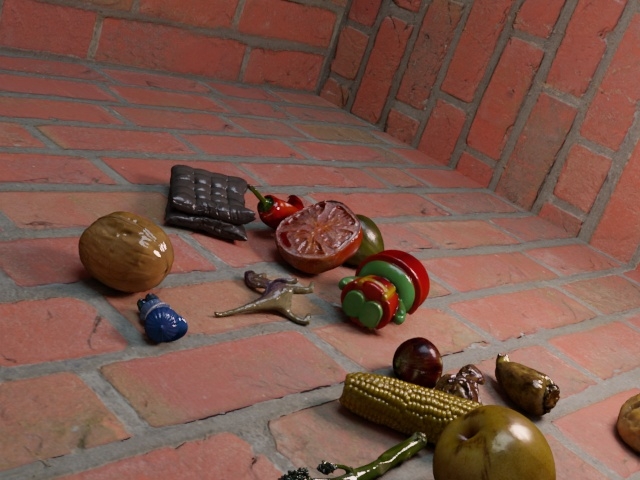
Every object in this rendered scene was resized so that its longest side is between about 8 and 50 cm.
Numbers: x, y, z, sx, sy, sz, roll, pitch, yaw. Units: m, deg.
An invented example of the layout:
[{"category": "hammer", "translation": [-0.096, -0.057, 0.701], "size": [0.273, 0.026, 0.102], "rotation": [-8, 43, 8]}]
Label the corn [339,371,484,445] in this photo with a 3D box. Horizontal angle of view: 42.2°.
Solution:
[{"category": "corn", "translation": [0.187, 0.325, 1.593], "size": [0.305, 0.106, 0.106], "rotation": [19, 20, 0]}]

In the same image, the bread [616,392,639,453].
[{"category": "bread", "translation": [0.802, 0.423, 1.888], "size": [0.244, 0.134, 0.244], "rotation": [19, 17, -6]}]

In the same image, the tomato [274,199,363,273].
[{"category": "tomato", "translation": [0.000, 0.000, 2.191], "size": [0.236, 0.095, 0.237], "rotation": [-6, 43, 6]}]

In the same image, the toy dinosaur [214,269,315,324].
[{"category": "toy dinosaur", "translation": [-0.116, 0.137, 1.881], "size": [0.199, 0.072, 0.251], "rotation": [11, 32, 3]}]

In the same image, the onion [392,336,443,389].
[{"category": "onion", "translation": [0.211, 0.263, 1.781], "size": [0.118, 0.119, 0.117], "rotation": [1, 23, -42]}]

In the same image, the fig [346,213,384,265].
[{"category": "fig", "translation": [0.133, 0.045, 2.306], "size": [0.259, 0.151, 0.151], "rotation": [52, 26, 6]}]

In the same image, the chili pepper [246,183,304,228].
[{"category": "chili pepper", "translation": [-0.113, -0.084, 2.363], "size": [0.137, 0.092, 0.368], "rotation": [49, 9, 12]}]

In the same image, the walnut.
[{"category": "walnut", "translation": [-0.402, 0.026, 1.733], "size": [0.197, 0.165, 0.165], "rotation": [24, 20, 10]}]

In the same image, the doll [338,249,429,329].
[{"category": "doll", "translation": [0.179, 0.107, 2.071], "size": [0.182, 0.160, 0.363], "rotation": [26, 20, 20]}]

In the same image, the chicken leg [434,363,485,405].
[{"category": "chicken leg", "translation": [0.303, 0.319, 1.767], "size": [0.107, 0.087, 0.251], "rotation": [59, 19, 4]}]

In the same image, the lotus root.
[{"category": "lotus root", "translation": [0.456, 0.325, 1.884], "size": [0.108, 0.094, 0.190], "rotation": [35, -2, -38]}]

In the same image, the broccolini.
[{"category": "broccolini", "translation": [0.063, 0.371, 1.394], "size": [0.079, 0.074, 0.392], "rotation": [39, 28, 27]}]

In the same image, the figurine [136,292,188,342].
[{"category": "figurine", "translation": [-0.319, 0.144, 1.624], "size": [0.077, 0.079, 0.136], "rotation": [-33, 47, -13]}]

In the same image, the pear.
[{"category": "pear", "translation": [0.299, 0.389, 1.405], "size": [0.208, 0.209, 0.209], "rotation": [18, 20, -7]}]

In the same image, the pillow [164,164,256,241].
[{"category": "pillow", "translation": [-0.303, -0.109, 2.266], "size": [0.228, 0.101, 0.326], "rotation": [14, 19, -14]}]
